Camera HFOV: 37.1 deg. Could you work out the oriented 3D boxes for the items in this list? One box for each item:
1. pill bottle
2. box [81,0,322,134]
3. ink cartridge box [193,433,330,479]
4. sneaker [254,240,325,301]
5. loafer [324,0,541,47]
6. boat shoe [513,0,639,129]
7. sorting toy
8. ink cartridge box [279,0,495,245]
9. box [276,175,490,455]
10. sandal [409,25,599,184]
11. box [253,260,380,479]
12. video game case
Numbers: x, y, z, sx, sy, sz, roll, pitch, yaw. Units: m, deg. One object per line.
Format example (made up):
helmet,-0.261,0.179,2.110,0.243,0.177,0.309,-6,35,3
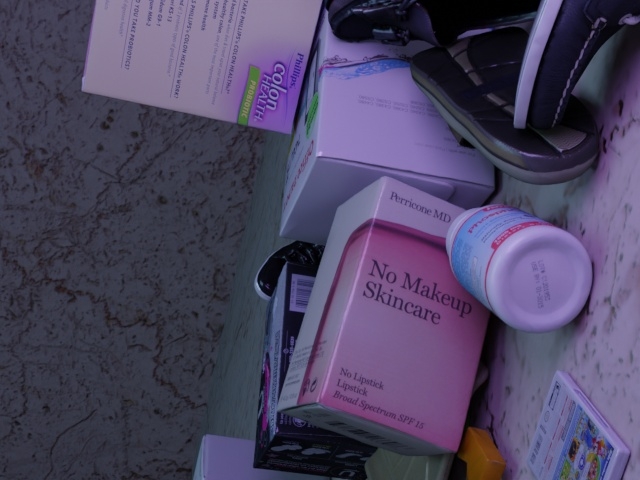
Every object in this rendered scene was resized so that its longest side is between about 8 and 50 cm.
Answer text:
pill bottle,0.161,0.017,0.816,0.160,0.087,0.087,-129,49,-75
box,-0.129,-0.259,1.089,0.117,0.243,0.213,-100,22,-67
ink cartridge box,-0.114,0.464,1.527,0.117,0.202,0.278,-102,24,-63
sneaker,0.000,0.000,1.382,0.079,0.217,0.121,50,150,18
loafer,0.124,-0.228,0.902,0.303,0.109,0.095,-10,78,41
boat shoe,0.222,-0.211,0.696,0.114,0.091,0.302,-60,-13,-58
sorting toy,0.121,0.216,0.991,0.307,0.041,0.229,-113,39,-70
ink cartridge box,0.076,-0.144,1.103,0.198,0.197,0.270,119,158,-60
box,0.072,0.079,0.937,0.127,0.149,0.232,146,143,-66
sandal,0.162,-0.119,0.888,0.302,0.120,0.086,-104,-1,-55
box,0.005,0.176,1.271,0.142,0.164,0.247,115,161,-55
video game case,0.192,0.165,0.725,0.122,0.011,0.087,-110,33,-70
